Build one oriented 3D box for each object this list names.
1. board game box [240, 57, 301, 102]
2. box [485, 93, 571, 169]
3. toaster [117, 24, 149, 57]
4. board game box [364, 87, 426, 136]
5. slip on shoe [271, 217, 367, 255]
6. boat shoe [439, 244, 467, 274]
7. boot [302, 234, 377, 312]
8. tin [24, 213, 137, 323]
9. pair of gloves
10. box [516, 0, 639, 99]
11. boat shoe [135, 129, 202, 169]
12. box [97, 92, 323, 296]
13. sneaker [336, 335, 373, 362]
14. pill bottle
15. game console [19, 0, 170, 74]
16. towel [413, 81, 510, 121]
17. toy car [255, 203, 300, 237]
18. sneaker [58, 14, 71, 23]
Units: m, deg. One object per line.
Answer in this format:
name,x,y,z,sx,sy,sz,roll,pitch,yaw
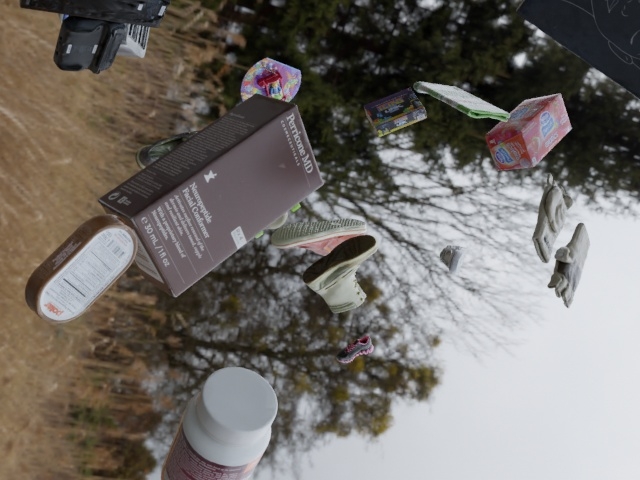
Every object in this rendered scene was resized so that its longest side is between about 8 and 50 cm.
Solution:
board game box,-0.122,-0.390,1.924,0.133,0.168,0.033,-54,-133,25
box,0.615,-0.320,2.206,0.128,0.123,0.257,-2,-150,49
toaster,-0.607,-0.653,2.291,0.168,0.110,0.186,32,67,-81
board game box,0.244,-0.424,2.461,0.141,0.170,0.048,-112,180,-47
slip on shoe,0.000,0.000,2.243,0.123,0.331,0.101,27,-64,48
boat shoe,0.411,0.058,2.365,0.226,0.075,0.083,-13,118,-75
boot,0.081,0.090,1.937,0.213,0.165,0.077,-33,-143,9
tin,-0.358,0.043,1.132,0.040,0.106,0.190,32,-106,39
pair of gloves,0.496,0.005,1.554,0.042,0.240,0.204,-3,-133,39
box,0.703,-0.505,1.330,0.297,0.471,0.480,-51,177,-34
boat shoe,-0.308,-0.206,1.711,0.073,0.223,0.080,-3,-77,57
box,-0.191,-0.091,1.393,0.143,0.381,0.191,23,-35,44
sneaker,0.097,0.309,2.159,0.047,0.119,0.057,45,-31,46
pill bottle,-0.255,0.511,1.892,0.224,0.224,0.392,-96,-156,-47
game console,-0.383,-0.358,1.225,0.361,0.213,0.044,155,-65,-63
towel,0.251,-0.247,1.344,0.152,0.113,0.023,42,-56,45
toy car,-0.166,-0.123,2.107,0.155,0.149,0.188,-35,-152,1
sneaker,-0.511,-0.604,1.818,0.296,0.112,0.131,-17,-112,22
